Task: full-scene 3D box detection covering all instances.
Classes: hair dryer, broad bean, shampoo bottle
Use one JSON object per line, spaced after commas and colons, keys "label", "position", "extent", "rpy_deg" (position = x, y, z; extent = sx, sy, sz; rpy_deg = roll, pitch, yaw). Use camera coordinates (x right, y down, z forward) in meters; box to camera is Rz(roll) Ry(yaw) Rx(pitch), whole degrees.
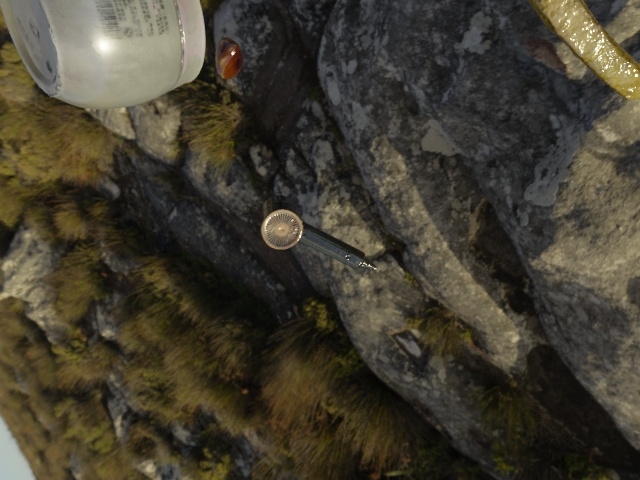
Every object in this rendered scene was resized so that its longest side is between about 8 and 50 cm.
{"label": "hair dryer", "position": [0.000, 0.000, 1.115], "extent": [0.352, 0.189, 0.107], "rpy_deg": [28, 103, -16]}
{"label": "broad bean", "position": [-0.337, -0.665, 1.516], "extent": [0.084, 0.114, 0.165], "rpy_deg": [59, 170, 12]}
{"label": "shampoo bottle", "position": [-0.364, -0.375, 0.711], "extent": [0.273, 0.266, 0.273], "rpy_deg": [25, 128, 37]}

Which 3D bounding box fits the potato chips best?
{"label": "potato chips", "position": [0.465, -0.339, 0.701], "extent": [0.407, 0.080, 0.057], "rpy_deg": [24, 142, -24]}
